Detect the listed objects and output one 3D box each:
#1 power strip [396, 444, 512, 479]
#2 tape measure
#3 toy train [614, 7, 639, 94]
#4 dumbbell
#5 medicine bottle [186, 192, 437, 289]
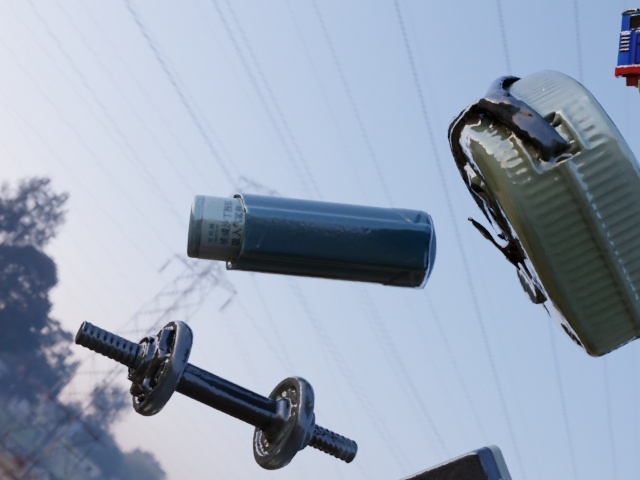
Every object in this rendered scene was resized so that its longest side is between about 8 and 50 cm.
[{"bbox_3d":[0.155,0.362,1.311,0.256,0.070,0.105,-32,-109,36],"label":"power strip"},{"bbox_3d":[0.167,-0.033,0.738,0.207,0.115,0.235,58,6,-15],"label":"tape measure"},{"bbox_3d":[0.479,-0.243,1.252,0.082,0.131,0.204,1,7,-28],"label":"toy train"},{"bbox_3d":[-0.077,0.124,0.772,0.254,0.082,0.081,27,-14,-21],"label":"dumbbell"},{"bbox_3d":[0.000,0.000,0.952,0.258,0.079,0.124,6,0,-8],"label":"medicine bottle"}]
